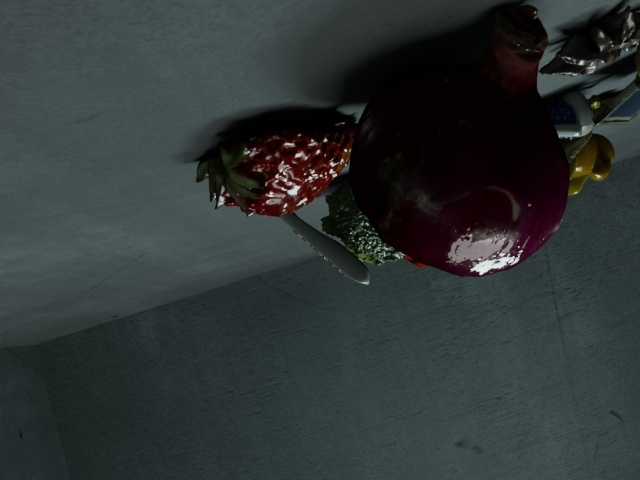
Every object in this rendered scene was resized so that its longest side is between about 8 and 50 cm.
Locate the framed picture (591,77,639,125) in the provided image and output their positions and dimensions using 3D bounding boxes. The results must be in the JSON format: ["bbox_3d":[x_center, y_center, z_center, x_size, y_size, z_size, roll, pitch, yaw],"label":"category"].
[{"bbox_3d":[0.688,-0.332,1.355,0.189,0.023,0.260,-11,150,-46],"label":"framed picture"}]

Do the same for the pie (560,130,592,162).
[{"bbox_3d":[0.507,-0.215,1.571,0.274,0.055,0.274,-26,-159,11],"label":"pie"}]

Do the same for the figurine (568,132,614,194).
[{"bbox_3d":[0.737,-0.244,1.909,0.215,0.215,0.228,-21,149,28],"label":"figurine"}]

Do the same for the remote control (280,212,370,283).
[{"bbox_3d":[0.000,0.000,1.604,0.055,0.313,0.109,-50,172,0],"label":"remote control"}]

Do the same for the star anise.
[{"bbox_3d":[0.452,-0.310,1.068,0.195,0.065,0.182,-30,174,27],"label":"star anise"}]

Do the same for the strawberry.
[{"bbox_3d":[-0.030,-0.119,1.102,0.306,0.138,0.233,-12,170,-32],"label":"strawberry"}]

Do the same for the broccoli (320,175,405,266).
[{"bbox_3d":[0.141,-0.056,1.667,0.259,0.235,0.288,-16,134,40],"label":"broccoli"}]

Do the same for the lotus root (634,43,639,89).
[{"bbox_3d":[0.612,-0.322,1.049,0.160,0.146,0.284,1,159,-17],"label":"lotus root"}]

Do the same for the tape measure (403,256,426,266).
[{"bbox_3d":[0.299,-0.072,1.839,0.253,0.260,0.114,-43,130,19],"label":"tape measure"}]

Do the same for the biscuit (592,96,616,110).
[{"bbox_3d":[0.706,-0.331,1.685,0.166,0.036,0.225,-21,175,36],"label":"biscuit"}]

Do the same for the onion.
[{"bbox_3d":[0.214,-0.147,0.951,0.347,0.348,0.385,-13,137,-35],"label":"onion"}]

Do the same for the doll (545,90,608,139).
[{"bbox_3d":[0.487,-0.248,1.447,0.293,0.138,0.119,-19,129,-7],"label":"doll"}]
